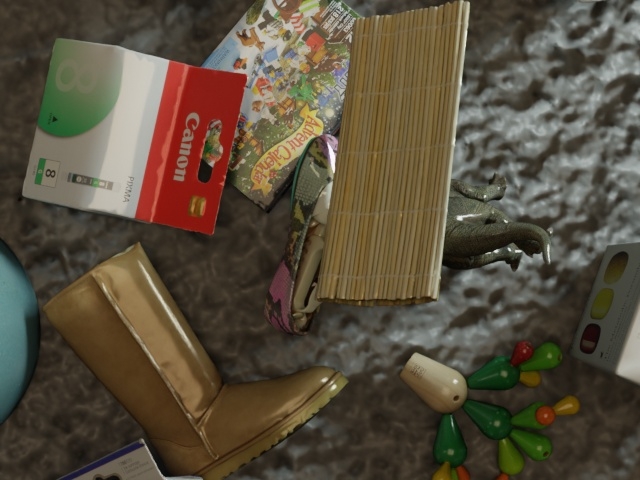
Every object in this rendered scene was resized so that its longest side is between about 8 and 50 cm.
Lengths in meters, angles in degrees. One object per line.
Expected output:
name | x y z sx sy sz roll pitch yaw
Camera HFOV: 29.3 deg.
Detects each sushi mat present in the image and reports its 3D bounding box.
sushi mat | 0.072 -0.088 1.239 0.151 0.019 0.317 -4 71 38

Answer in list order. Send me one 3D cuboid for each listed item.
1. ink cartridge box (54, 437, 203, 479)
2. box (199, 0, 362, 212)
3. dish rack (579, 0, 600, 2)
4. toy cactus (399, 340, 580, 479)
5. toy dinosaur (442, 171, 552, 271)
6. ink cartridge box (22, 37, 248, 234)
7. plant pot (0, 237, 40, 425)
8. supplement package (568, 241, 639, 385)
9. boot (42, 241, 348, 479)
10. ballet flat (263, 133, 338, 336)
ink cartridge box | -0.154 0.373 1.302 0.165 0.065 0.333 -27 90 29
box | -0.045 -0.169 1.353 0.159 0.044 0.233 40 90 3
dish rack | 0.302 -0.448 1.336 0.285 0.072 0.333 -33 88 0
toy cactus | 0.165 0.188 1.318 0.180 0.112 0.219 33 98 12
toy dinosaur | 0.134 -0.015 1.267 0.160 0.313 0.121 5 117 -20
ink cartridge box | -0.203 -0.112 1.315 0.224 0.056 0.181 11 88 27
plant pot | -0.462 0.099 1.286 0.290 0.195 0.290 0 88 2
supplement package | 0.353 0.085 1.234 0.134 0.244 0.139 20 88 2
boot | -0.136 0.118 1.327 0.236 0.089 0.269 -35 87 2
ballet flat | 0.000 0.000 1.316 0.079 0.077 0.221 25 102 43
